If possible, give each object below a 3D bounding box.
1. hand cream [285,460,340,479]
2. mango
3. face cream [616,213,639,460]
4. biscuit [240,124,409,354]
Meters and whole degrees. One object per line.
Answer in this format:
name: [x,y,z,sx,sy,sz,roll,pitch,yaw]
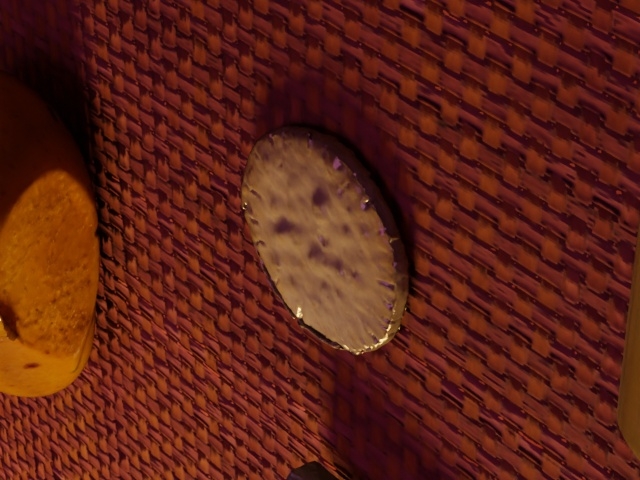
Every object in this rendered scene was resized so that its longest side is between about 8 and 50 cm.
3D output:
hand cream: [0.054,0.217,1.088,0.205,0.050,0.078,37,140,29]
mango: [-0.249,-0.001,1.273,0.191,0.160,0.290,26,142,35]
face cream: [0.192,-0.004,0.712,0.139,0.067,0.285,31,136,37]
biscuit: [0.000,0.000,1.033,0.152,0.020,0.152,33,137,38]
